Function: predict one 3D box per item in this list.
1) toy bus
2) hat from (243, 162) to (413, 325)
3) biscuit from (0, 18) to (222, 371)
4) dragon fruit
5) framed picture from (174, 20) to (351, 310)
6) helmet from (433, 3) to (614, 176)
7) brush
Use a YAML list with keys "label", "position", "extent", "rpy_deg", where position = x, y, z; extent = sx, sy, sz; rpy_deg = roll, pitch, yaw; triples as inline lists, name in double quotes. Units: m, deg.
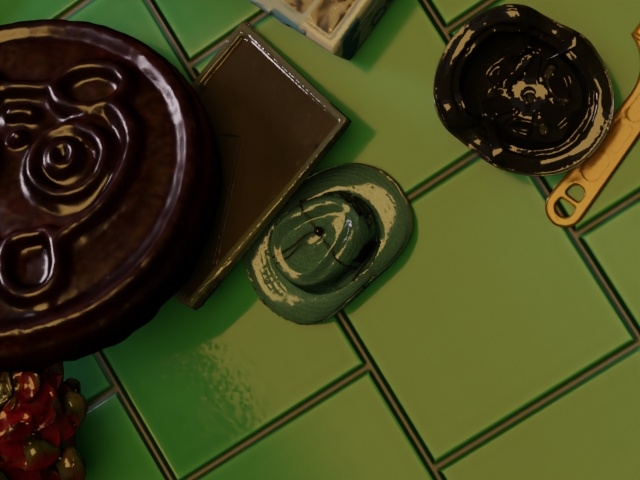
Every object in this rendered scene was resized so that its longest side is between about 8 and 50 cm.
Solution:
- label: "toy bus"
  position: [0.056, -0.335, 1.763]
  extent: [0.131, 0.106, 0.297]
  rpy_deg: [38, 99, 10]
- label: "hat"
  position: [0.000, 0.000, 1.778]
  extent: [0.191, 0.078, 0.138]
  rpy_deg: [-39, 77, 10]
- label: "biscuit"
  position: [-0.303, -0.058, 1.759]
  extent: [0.407, 0.091, 0.407]
  rpy_deg: [-3, 60, 6]
- label: "dragon fruit"
  position: [-0.345, 0.227, 1.798]
  extent: [0.218, 0.198, 0.273]
  rpy_deg: [7, 91, 5]
- label: "framed picture"
  position: [-0.107, -0.081, 1.805]
  extent: [0.260, 0.023, 0.189]
  rpy_deg: [-50, 59, 7]
- label: "helmet"
  position: [0.197, -0.148, 1.724]
  extent: [0.177, 0.107, 0.153]
  rpy_deg: [34, 94, -7]
- label: "brush"
  position: [0.315, -0.126, 1.739]
  extent: [0.103, 0.013, 0.272]
  rpy_deg: [38, 98, 12]
